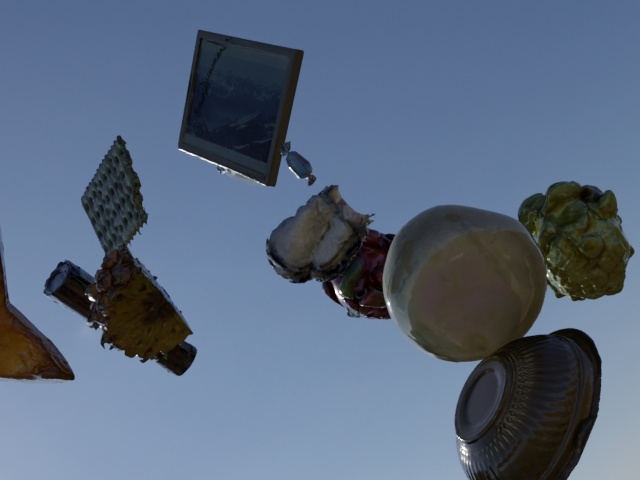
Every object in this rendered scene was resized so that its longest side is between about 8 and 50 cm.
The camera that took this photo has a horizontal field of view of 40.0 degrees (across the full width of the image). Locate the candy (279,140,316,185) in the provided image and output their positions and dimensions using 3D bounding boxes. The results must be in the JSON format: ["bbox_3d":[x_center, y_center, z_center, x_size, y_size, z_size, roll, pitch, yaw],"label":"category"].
[{"bbox_3d":[-0.034,-0.121,1.367,0.030,0.083,0.020,-52,-23,24],"label":"candy"}]

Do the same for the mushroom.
[{"bbox_3d":[0.210,0.053,1.314,0.246,0.246,0.202,-55,14,24],"label":"mushroom"}]

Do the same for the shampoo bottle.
[{"bbox_3d":[-0.393,0.161,1.753,0.323,0.129,0.084,39,-98,-26],"label":"shampoo bottle"}]

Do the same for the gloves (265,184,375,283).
[{"bbox_3d":[-0.002,0.001,1.225,0.153,0.114,0.070,-44,-9,-28],"label":"gloves"}]

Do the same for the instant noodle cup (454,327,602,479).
[{"bbox_3d":[0.243,0.221,1.145,0.274,0.090,0.274,-59,12,22],"label":"instant noodle cup"}]

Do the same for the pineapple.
[{"bbox_3d":[-0.296,0.115,1.353,0.135,0.079,0.233,-30,-42,-6],"label":"pineapple"}]

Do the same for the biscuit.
[{"bbox_3d":[-0.335,-0.060,1.438,0.016,0.144,0.203,-17,-16,-40],"label":"biscuit"}]

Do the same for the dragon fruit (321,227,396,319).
[{"bbox_3d":[0.107,0.065,1.702,0.198,0.218,0.273,-33,6,-10],"label":"dragon fruit"}]

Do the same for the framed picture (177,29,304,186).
[{"bbox_3d":[-0.162,-0.257,1.657,0.022,0.335,0.247,3,-75,-40],"label":"framed picture"}]

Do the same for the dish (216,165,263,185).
[{"bbox_3d":[-0.194,-0.206,1.889,0.081,0.229,0.229,-22,-31,-19],"label":"dish"}]

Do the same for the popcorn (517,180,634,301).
[{"bbox_3d":[0.487,0.005,1.657,0.195,0.255,0.256,-26,6,27],"label":"popcorn"}]

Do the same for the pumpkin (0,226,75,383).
[{"bbox_3d":[-0.537,0.119,1.289,0.258,0.290,0.095,-22,0,-19],"label":"pumpkin"}]
